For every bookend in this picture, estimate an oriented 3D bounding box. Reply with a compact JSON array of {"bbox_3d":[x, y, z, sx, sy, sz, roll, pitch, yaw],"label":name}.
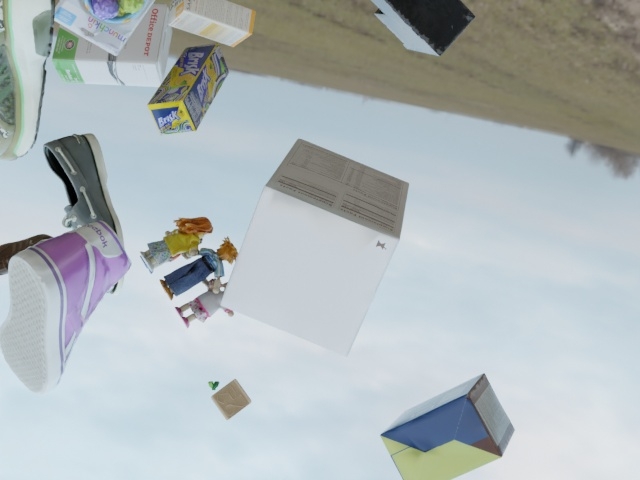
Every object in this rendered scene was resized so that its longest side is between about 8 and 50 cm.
[{"bbox_3d":[0.113,-0.338,1.214,0.156,0.072,0.157,41,-176,-18],"label":"bookend"}]

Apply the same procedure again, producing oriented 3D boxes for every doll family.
[{"bbox_3d":[-0.253,0.040,1.754,0.163,0.118,0.263,-31,-124,-14],"label":"doll family"}]

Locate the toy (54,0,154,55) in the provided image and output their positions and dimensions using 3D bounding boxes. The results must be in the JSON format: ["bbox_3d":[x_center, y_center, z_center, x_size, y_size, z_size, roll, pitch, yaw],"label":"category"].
[{"bbox_3d":[-0.339,-0.436,1.503,0.137,0.237,0.056,28,-163,-35],"label":"toy"}]

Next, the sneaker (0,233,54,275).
[{"bbox_3d":[-0.699,0.031,2.061,0.071,0.066,0.188,2,-154,39],"label":"sneaker"}]

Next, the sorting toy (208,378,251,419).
[{"bbox_3d":[-0.180,0.297,1.696,0.083,0.062,0.012,52,176,13],"label":"sorting toy"}]

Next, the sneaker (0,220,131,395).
[{"bbox_3d":[-0.317,0.087,1.134,0.102,0.282,0.161,43,-133,11],"label":"sneaker"}]

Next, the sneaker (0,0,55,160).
[{"bbox_3d":[-0.451,-0.254,1.150,0.182,0.158,0.410,6,148,-20],"label":"sneaker"}]

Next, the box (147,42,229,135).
[{"bbox_3d":[-0.189,-0.222,1.277,0.059,0.054,0.169,-4,-142,19],"label":"box"}]

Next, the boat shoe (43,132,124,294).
[{"bbox_3d":[-0.441,-0.047,1.633,0.099,0.319,0.116,-7,166,-35],"label":"boat shoe"}]

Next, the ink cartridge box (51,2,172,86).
[{"bbox_3d":[-0.430,-0.412,1.837,0.219,0.160,0.092,4,155,2],"label":"ink cartridge box"}]

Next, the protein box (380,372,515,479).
[{"bbox_3d":[0.257,0.382,1.748,0.200,0.136,0.201,-30,173,19],"label":"protein box"}]

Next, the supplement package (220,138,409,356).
[{"bbox_3d":[0.000,0.000,1.311,0.198,0.199,0.263,22,-158,0],"label":"supplement package"}]

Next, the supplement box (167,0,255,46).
[{"bbox_3d":[-0.144,-0.294,1.160,0.098,0.036,0.062,13,168,-29],"label":"supplement box"}]
